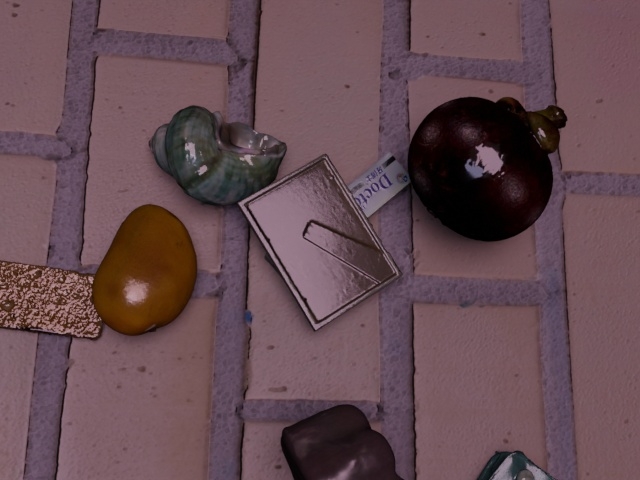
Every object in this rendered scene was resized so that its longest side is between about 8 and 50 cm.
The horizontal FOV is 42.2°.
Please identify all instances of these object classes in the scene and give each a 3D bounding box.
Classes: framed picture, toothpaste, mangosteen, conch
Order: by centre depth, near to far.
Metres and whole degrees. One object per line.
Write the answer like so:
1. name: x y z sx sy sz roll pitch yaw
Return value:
1. framed picture: 0.000 0.000 1.613 0.213 0.016 0.289 -31 87 -16
2. conch: -0.214 -0.171 1.617 0.277 0.195 0.220 7 43 15
3. mangosteen: 0.323 -0.146 1.622 0.297 0.293 0.297 28 47 -34
4. toothpaste: 0.038 -0.048 1.674 0.336 0.067 0.081 -40 88 -16

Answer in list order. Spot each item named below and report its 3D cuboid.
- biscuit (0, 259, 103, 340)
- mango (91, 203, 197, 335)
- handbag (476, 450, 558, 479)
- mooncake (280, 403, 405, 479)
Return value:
1. biscuit: -0.518 0.112 1.561 0.230 0.025 0.131 10 73 -6
2. mango: -0.318 0.058 1.551 0.175 0.139 0.255 27 66 -13
3. handbag: 0.385 0.568 1.550 0.268 0.100 0.274 41 73 2
4. mooncake: 0.049 0.426 1.430 0.154 0.306 0.306 -27 81 -16
